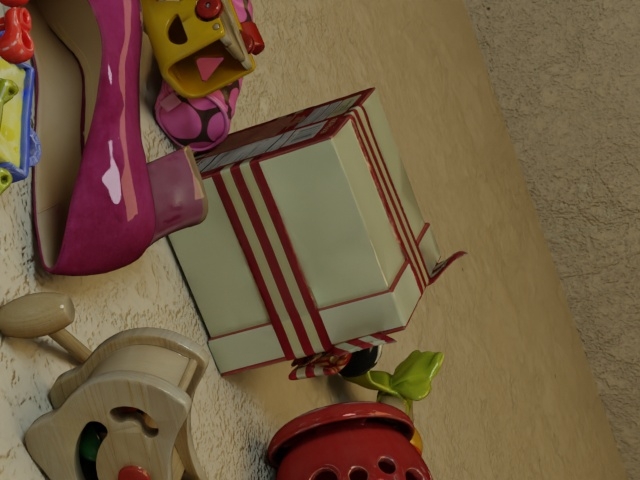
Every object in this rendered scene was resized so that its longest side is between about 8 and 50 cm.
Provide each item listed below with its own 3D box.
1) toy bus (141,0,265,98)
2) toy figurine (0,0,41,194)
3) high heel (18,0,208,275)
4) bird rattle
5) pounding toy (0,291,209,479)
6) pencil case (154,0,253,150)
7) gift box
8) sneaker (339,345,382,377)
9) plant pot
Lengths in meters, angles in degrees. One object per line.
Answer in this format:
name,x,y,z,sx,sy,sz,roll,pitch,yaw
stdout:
toy bus,-0.150,-0.253,1.537,0.191,0.104,0.202,61,11,-17
toy figurine,-0.259,-0.094,1.097,0.217,0.191,0.363,49,32,-59
high heel,-0.243,-0.155,1.303,0.181,0.127,0.377,-25,85,-47
bird rattle,0.099,0.267,1.857,0.207,0.143,0.253,73,14,-59
pounding toy,-0.150,0.143,1.229,0.155,0.154,0.269,-71,141,-58
pencil case,-0.137,-0.207,1.635,0.098,0.095,0.209,49,33,-40
gift box,0.000,0.000,1.585,0.258,0.276,0.255,70,25,-15
sneaker,-0.011,0.039,1.807,0.124,0.107,0.283,4,67,-52
plant pot,0.035,0.279,1.571,0.191,0.191,0.174,40,33,-57
